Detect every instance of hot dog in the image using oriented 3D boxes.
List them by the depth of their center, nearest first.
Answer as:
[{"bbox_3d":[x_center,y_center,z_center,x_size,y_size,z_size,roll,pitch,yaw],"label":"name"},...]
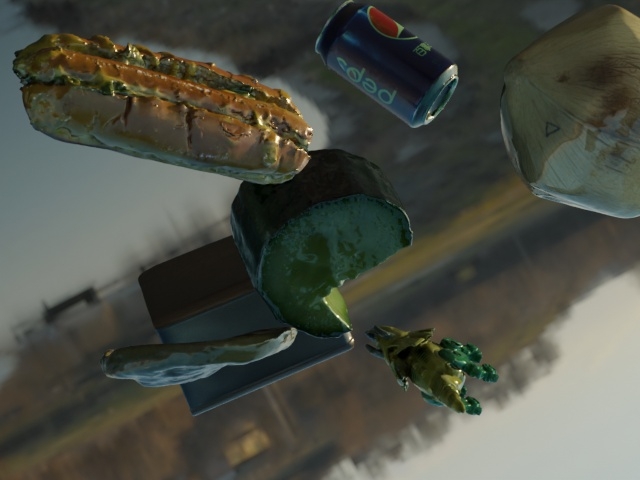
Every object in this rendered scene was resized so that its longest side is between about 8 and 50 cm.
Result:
[{"bbox_3d":[-0.125,-0.106,1.288,0.269,0.115,0.072,11,137,-32],"label":"hot dog"}]

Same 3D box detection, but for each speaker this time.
[{"bbox_3d":[-0.099,0.093,2.063,0.231,0.153,0.192,-23,-156,-6],"label":"speaker"}]

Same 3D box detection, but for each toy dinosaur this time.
[{"bbox_3d":[0.163,0.180,2.081,0.153,0.094,0.259,16,-168,-26],"label":"toy dinosaur"}]

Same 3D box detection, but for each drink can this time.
[{"bbox_3d":[0.098,-0.263,2.335,0.118,0.205,0.118,-52,168,-15],"label":"drink can"}]

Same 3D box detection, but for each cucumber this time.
[{"bbox_3d":[-0.004,-0.007,1.738,0.191,0.191,0.130,-28,-142,0],"label":"cucumber"}]

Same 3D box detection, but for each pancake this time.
[{"bbox_3d":[-0.133,0.134,1.796,0.242,0.050,0.242,-7,178,0],"label":"pancake"}]

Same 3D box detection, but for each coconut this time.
[{"bbox_3d":[0.279,-0.130,1.603,0.224,0.224,0.224,-28,177,-2],"label":"coconut"}]
